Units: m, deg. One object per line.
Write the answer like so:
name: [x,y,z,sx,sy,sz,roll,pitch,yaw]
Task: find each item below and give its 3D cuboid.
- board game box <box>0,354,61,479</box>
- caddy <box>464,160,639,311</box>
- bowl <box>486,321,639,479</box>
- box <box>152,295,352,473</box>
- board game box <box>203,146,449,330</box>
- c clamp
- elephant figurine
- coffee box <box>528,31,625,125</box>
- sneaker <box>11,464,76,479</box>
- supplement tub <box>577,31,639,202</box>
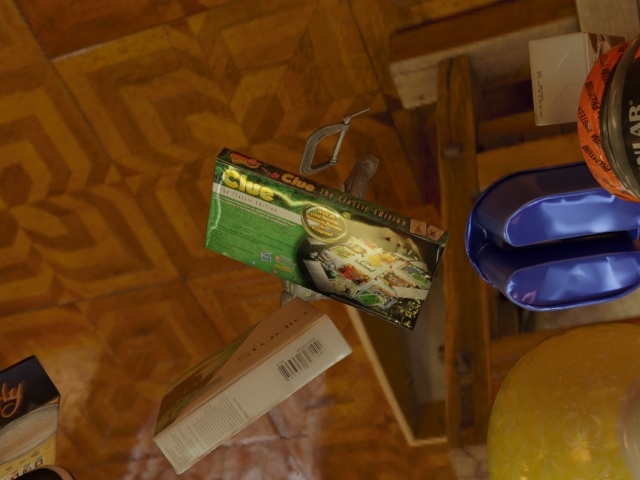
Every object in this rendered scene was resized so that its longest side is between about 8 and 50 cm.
board game box: [-0.315,0.190,0.689,0.042,0.243,0.165,52,147,19]
caddy: [0.438,-0.012,1.689,0.341,0.179,0.241,-8,111,-5]
bowl: [0.318,0.197,0.875,0.289,0.289,0.156,16,154,-4]
box: [-0.091,0.163,1.148,0.232,0.322,0.058,-35,93,-6]
board game box: [0.000,0.000,1.014,0.259,0.030,0.136,22,135,7]
c clamp: [0.023,-0.190,1.849,0.137,0.022,0.161,-19,150,-34]
elephant figurine: [0.014,-0.014,1.565,0.186,0.239,0.169,-5,124,7]
coffee box: [0.530,-0.328,1.881,0.118,0.297,0.168,-3,98,32]
sneaker: [-0.255,0.234,0.606,0.084,0.234,0.097,34,152,26]
supplement tub: [0.220,-0.062,0.436,0.117,0.117,0.190,39,165,-22]
